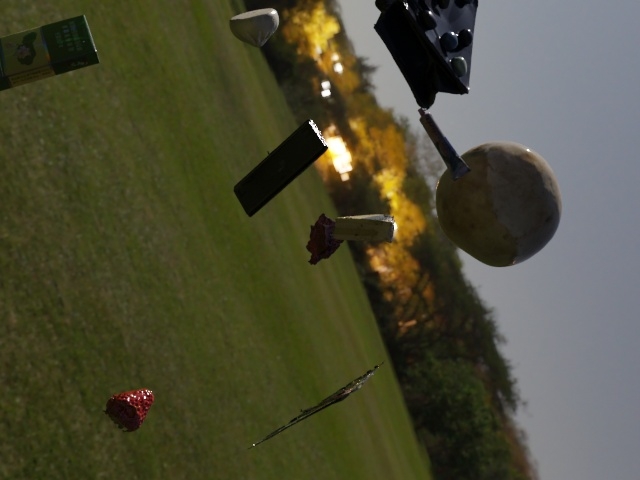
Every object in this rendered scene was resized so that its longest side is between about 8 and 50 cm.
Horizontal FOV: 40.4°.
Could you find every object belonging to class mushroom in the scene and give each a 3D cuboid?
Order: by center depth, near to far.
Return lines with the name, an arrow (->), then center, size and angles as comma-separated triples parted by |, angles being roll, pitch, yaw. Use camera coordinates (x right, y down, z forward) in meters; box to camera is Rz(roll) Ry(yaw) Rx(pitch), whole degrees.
mushroom -> 0.415, -0.087, 2.063 | 0.290, 0.297, 0.297 | -149, -139, -87

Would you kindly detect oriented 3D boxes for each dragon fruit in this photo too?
dragon fruit -> -0.002, -0.003, 2.077 | 0.063, 0.131, 0.097 | 50, -24, -22

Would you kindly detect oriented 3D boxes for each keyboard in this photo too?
keyboard -> -0.085, -0.149, 1.793 | 0.025, 0.230, 0.093 | 16, 39, -58

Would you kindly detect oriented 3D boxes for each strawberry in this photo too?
strawberry -> -0.322, 0.281, 1.475 | 0.073, 0.083, 0.073 | 31, -29, 19

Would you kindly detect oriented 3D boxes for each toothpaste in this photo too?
toothpaste -> 0.254, -0.206, 1.835 | 0.170, 0.045, 0.028 | 58, -11, 2

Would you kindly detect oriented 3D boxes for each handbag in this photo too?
handbag -> 0.198, -0.437, 1.590 | 0.269, 0.118, 0.325 | 48, 39, -38

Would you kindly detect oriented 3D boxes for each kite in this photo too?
kite -> 0.013, 0.292, 1.577 | 0.013, 0.323, 0.268 | 59, -28, 5

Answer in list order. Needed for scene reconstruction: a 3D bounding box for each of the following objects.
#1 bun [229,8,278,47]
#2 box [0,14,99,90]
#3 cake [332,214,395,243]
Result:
bun -> -0.174, -0.568, 2.347 | 0.138, 0.138, 0.094 | -100, 177, -72
box -> -0.545, -0.350, 1.641 | 0.034, 0.235, 0.132 | 83, -14, -50
cake -> 0.085, -0.024, 1.695 | 0.065, 0.121, 0.052 | -107, -164, -72
